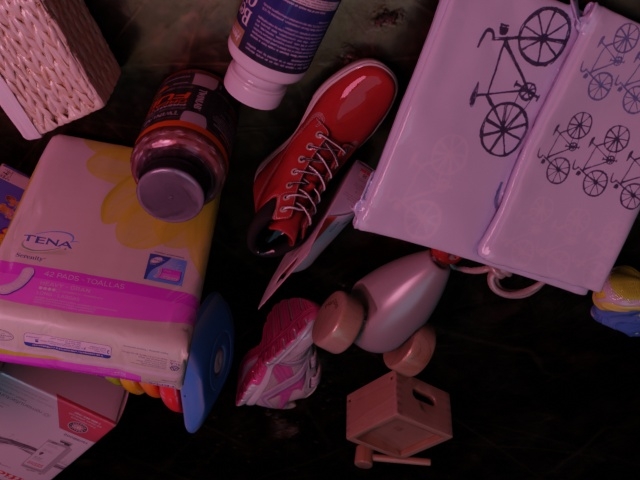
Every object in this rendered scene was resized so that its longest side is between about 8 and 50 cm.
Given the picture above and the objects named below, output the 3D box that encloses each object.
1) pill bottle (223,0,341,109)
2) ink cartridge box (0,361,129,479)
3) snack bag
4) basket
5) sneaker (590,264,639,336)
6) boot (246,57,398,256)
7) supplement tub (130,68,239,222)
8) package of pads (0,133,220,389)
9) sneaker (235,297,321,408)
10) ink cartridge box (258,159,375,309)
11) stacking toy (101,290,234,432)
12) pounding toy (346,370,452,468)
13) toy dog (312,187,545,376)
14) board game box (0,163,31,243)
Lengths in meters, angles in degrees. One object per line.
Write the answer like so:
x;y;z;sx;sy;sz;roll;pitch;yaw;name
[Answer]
-0.043;-0.228;0.733;0.094;0.094;0.169;20;127;-15;pill bottle
-0.487;0.288;1.153;0.207;0.117;0.283;34;122;-25;ink cartridge box
0.240;-0.116;0.781;0.343;0.037;0.322;16;107;-16;snack bag
-0.304;-0.214;0.739;0.103;0.113;0.167;-16;128;11;basket
0.509;0.084;1.003;0.240;0.091;0.126;2;148;-1;sneaker
0.002;-0.088;0.797;0.088;0.176;0.244;33;121;-20;boot
-0.151;-0.106;0.769;0.106;0.197;0.106;0;129;0;supplement tub
-0.248;0.014;0.808;0.229;0.296;0.101;11;138;-8;package of pads
-0.044;0.183;1.079;0.111;0.102;0.252;18;134;-18;sneaker
0.000;0.000;0.849;0.045;0.179;0.145;33;137;-9;ink cartridge box
-0.294;0.164;1.043;0.302;0.165;0.175;6;121;11;stacking toy
0.129;0.322;1.194;0.181;0.094;0.206;28;134;-26;pounding toy
0.128;0.031;0.939;0.334;0.161;0.220;-37;118;10;toy dog
-0.458;0.094;0.845;0.078;0.347;0.233;29;124;-20;board game box
